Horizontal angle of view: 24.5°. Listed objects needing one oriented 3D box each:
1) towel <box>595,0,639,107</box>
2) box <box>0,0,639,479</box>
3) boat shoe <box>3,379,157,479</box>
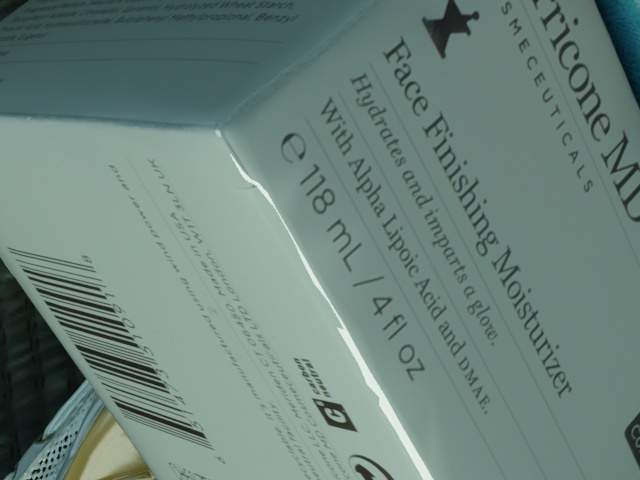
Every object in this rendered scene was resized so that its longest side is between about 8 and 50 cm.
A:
[{"bbox_3d":[-0.031,-0.143,0.465,0.271,0.040,0.370,-4,126,56],"label":"towel"},{"bbox_3d":[0.000,0.000,0.442,0.182,0.119,0.181,8,136,51],"label":"box"},{"bbox_3d":[-0.116,0.150,0.694,0.098,0.096,0.277,27,111,-21],"label":"boat shoe"}]
